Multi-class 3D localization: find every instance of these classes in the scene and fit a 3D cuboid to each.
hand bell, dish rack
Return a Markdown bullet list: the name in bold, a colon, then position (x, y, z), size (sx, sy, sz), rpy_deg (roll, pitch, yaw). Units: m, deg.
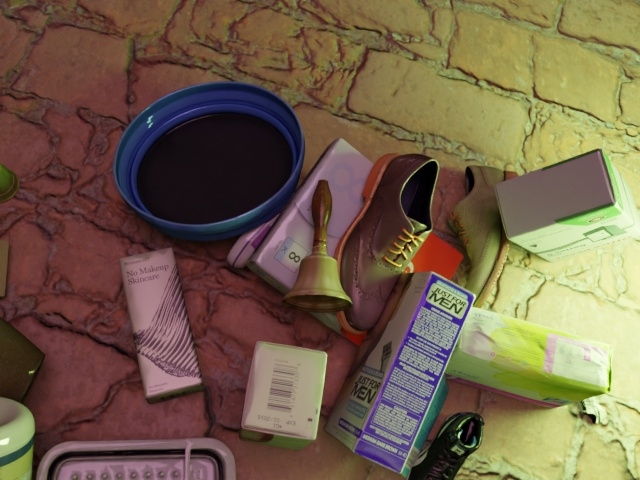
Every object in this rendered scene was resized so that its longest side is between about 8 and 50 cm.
- **hand bell**: position (0.000, 0.000, 1.238), size (0.126, 0.126, 0.242), rpy_deg (5, 70, -6)
- **dish rack**: position (-0.314, 0.488, 1.151), size (0.332, 0.072, 0.286), rpy_deg (5, 68, -20)

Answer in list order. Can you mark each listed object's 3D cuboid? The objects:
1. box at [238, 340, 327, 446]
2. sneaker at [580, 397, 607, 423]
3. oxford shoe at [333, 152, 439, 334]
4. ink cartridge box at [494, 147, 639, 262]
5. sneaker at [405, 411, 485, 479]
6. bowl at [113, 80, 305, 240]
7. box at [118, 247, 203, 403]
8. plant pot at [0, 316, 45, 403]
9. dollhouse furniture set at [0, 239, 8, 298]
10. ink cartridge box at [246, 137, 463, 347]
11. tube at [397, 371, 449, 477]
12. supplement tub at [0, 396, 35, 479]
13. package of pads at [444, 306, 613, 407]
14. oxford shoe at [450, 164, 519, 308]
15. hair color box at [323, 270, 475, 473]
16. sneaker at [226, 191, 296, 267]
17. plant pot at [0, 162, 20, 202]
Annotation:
- **box**: position (-0.072, 0.283, 1.206), size (0.126, 0.232, 0.149), rpy_deg (10, 68, -4)
- **sneaker**: position (0.549, 0.339, 1.387), size (0.037, 0.032, 0.083), rpy_deg (-36, 77, -19)
- **oxford shoe**: position (0.124, 0.002, 1.263), size (0.129, 0.132, 0.364), rpy_deg (20, 81, -33)
- **ink cartridge box**: position (0.511, -0.059, 1.368), size (0.211, 0.289, 0.122), rpy_deg (-21, 68, 30)
- **sneaker**: position (0.231, 0.410, 1.263), size (0.079, 0.121, 0.217), rpy_deg (33, 68, 6)
- **bowl**: position (-0.223, -0.166, 1.389), size (0.390, 0.077, 0.391), rpy_deg (-3, 55, 4)
- **box**: position (-0.305, 0.162, 1.293), size (0.113, 0.094, 0.275), rpy_deg (-14, 72, -14)
- **plant pot**: position (-0.619, 0.208, 1.186), size (0.230, 0.215, 0.216), rpy_deg (27, 67, -13)
- **dollhouse furniture set**: position (-0.710, 0.047, 1.314), size (0.151, 0.123, 0.144), rpy_deg (14, 62, -41)
- **ink cartridge box**: position (0.093, 0.034, 1.351), size (0.385, 0.091, 0.308), rpy_deg (37, 72, -9)
- **tube**: position (0.196, 0.356, 1.310), size (0.052, 0.080, 0.207), rpy_deg (26, 69, 26)
- **supplement tub**: position (-0.567, 0.420, 1.036), size (0.228, 0.228, 0.317), rpy_deg (5, 95, -7)
- **package of pads**: position (0.376, 0.232, 1.297), size (0.296, 0.229, 0.101), rpy_deg (15, 67, -2)
- **oxford shoe**: position (0.335, -0.014, 1.454), size (0.130, 0.123, 0.348), rpy_deg (17, 57, 2)
- **hair color box**: position (0.140, 0.229, 1.243), size (0.110, 0.185, 0.339), rpy_deg (29, 79, -12)
- **sneaker**: position (-0.048, -0.001, 1.395), size (0.282, 0.102, 0.161), rpy_deg (-38, 81, -20)
- **plant pot**: position (-0.661, -0.128, 1.361), size (0.083, 0.079, 0.083), rpy_deg (3, 69, -7)
